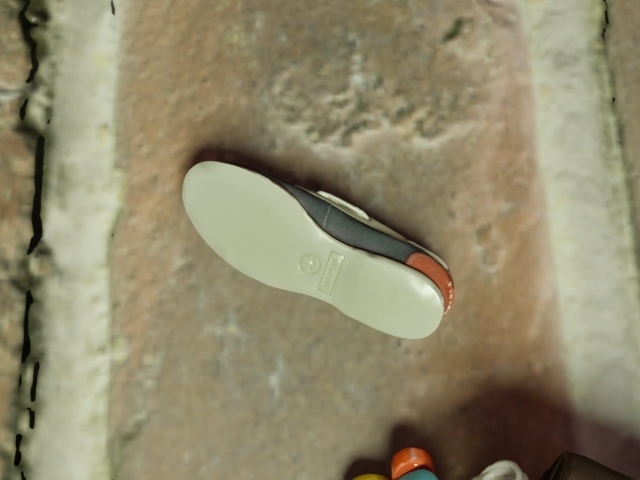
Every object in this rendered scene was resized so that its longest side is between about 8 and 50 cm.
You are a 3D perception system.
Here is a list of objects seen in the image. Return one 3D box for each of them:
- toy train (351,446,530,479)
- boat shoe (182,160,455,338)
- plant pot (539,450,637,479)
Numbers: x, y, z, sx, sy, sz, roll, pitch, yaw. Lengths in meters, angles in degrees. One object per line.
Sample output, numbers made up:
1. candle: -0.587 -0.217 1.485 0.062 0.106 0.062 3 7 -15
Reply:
1. toy train: 0.021 0.158 0.399 0.166 0.125 0.046 -49 113 -22
2. boat shoe: 0.000 0.000 0.485 0.137 0.049 0.043 27 28 7
3. plant pot: 0.135 0.173 0.381 0.165 0.167 0.167 27 70 12
